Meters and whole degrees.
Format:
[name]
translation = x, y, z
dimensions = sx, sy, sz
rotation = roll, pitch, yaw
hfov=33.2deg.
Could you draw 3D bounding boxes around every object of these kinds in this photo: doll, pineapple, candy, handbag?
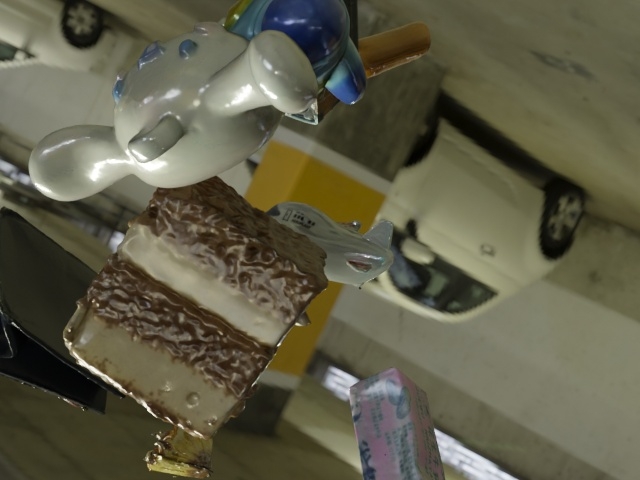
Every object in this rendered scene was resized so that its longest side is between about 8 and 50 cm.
[doll]
translation = -0.090, -0.182, 1.118
dimensions = 0.376, 0.187, 0.365
rotation = 4, -148, 32
[pineapple]
translation = -0.216, 0.344, 1.779
dimensions = 0.116, 0.137, 0.069
rotation = 47, 145, 13
[candy]
translation = 0.085, 0.228, 1.150
dimensions = 0.092, 0.073, 0.160
rotation = 41, -149, -50
[handbag]
translation = -0.491, 0.138, 1.932
dimensions = 0.329, 0.122, 0.303
rotation = 40, -159, -41

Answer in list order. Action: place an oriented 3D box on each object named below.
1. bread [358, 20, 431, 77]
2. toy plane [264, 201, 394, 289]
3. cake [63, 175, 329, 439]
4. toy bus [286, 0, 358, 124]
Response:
[bread]
translation = 0.138, -0.392, 2.230
dimensions = 0.239, 0.092, 0.074
rotation = -26, -109, -37
[toy plane]
translation = -0.001, 0.004, 1.716
dimensions = 0.252, 0.118, 0.252
rotation = 6, -166, -2
[cake]
translation = -0.160, 0.080, 1.469
dimensions = 0.282, 0.290, 0.256
rotation = 31, -172, -1
[toy bus]
translation = -0.023, -0.349, 1.789
dimensions = 0.138, 0.167, 0.275
rotation = 24, 139, 26
